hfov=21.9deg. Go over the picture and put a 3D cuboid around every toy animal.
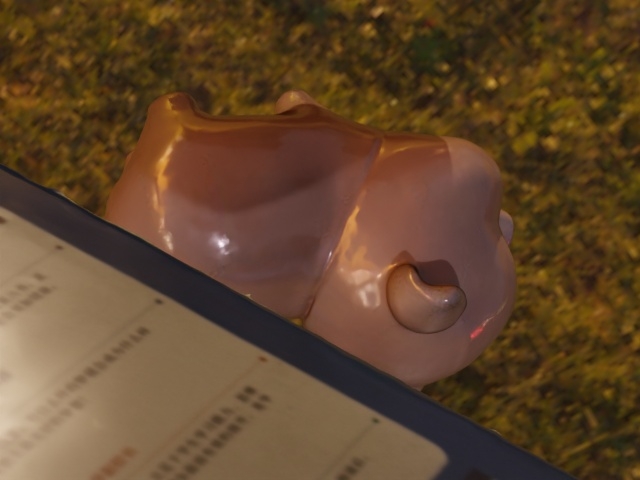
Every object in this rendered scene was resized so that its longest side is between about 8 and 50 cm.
[{"bbox_3d":[0.000,0.000,1.294,0.326,0.237,0.269,-8,61,-23],"label":"toy animal"}]

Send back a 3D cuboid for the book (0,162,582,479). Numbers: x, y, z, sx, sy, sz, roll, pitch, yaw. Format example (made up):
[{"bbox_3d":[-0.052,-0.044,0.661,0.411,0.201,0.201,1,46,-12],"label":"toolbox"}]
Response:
[{"bbox_3d":[-0.114,0.085,0.563,0.428,0.039,0.300,28,36,18],"label":"book"}]
